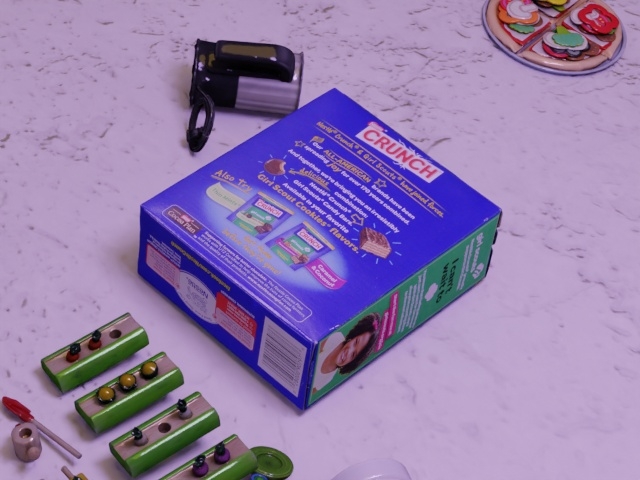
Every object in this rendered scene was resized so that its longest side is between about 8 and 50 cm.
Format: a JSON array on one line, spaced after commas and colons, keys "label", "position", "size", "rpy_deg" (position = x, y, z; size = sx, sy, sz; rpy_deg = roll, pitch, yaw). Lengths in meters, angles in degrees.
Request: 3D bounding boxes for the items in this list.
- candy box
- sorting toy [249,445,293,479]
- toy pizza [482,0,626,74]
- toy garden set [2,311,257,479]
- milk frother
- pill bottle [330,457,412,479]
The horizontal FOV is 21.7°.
[{"label": "candy box", "position": [0.000, 0.000, 1.861], "size": [0.268, 0.122, 0.317], "rpy_deg": [38, 52, 25]}, {"label": "sorting toy", "position": [-0.048, 0.252, 1.671], "size": [0.061, 0.042, 0.102], "rpy_deg": [-2, 33, -35]}, {"label": "toy pizza", "position": [0.321, -0.300, 2.279], "size": [0.201, 0.032, 0.201], "rpy_deg": [6, 46, -6]}, {"label": "toy garden set", "position": [-0.215, 0.185, 1.665], "size": [0.204, 0.049, 0.244], "rpy_deg": [-29, 52, -23]}, {"label": "milk frother", "position": [-0.093, -0.171, 2.038], "size": [0.135, 0.129, 0.143], "rpy_deg": [6, 89, -6]}, {"label": "pill bottle", "position": [0.077, 0.317, 1.570], "size": [0.121, 0.121, 0.216], "rpy_deg": [-8, 49, -19]}]
